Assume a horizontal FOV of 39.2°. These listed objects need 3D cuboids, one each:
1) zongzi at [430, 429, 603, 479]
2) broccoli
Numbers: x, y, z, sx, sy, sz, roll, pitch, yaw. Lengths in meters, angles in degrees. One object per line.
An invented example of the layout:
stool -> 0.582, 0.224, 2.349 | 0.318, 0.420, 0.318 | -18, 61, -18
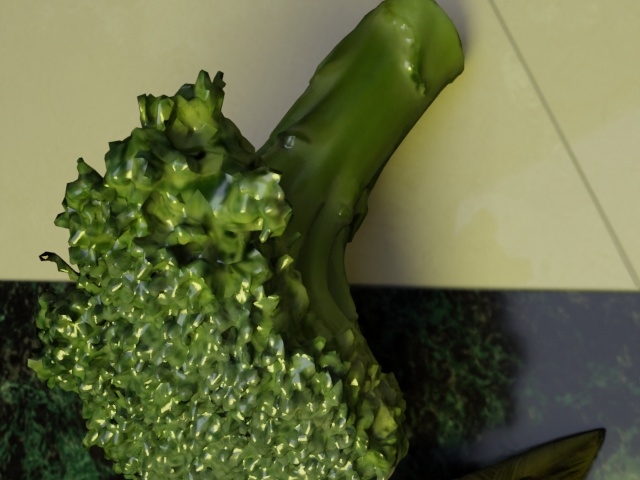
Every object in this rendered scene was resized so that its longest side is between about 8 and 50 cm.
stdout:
zongzi -> 0.130, 0.244, 0.615 | 0.205, 0.094, 0.204 | -21, 40, 8
broccoli -> -0.016, 0.025, 0.673 | 0.275, 0.397, 0.353 | 31, 127, -2
